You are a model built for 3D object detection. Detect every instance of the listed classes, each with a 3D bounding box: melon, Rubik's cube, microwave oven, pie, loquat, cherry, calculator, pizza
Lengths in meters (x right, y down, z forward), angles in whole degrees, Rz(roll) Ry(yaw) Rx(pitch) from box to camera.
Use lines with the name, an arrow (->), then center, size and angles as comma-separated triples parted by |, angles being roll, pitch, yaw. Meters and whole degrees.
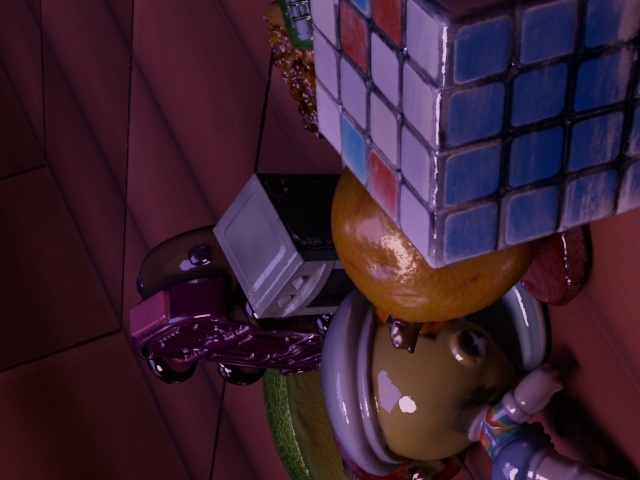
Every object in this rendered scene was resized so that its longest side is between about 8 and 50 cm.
melon -> -0.018, 0.249, 2.462 | 0.196, 0.124, 0.323 | 98, 169, -68
Rubik's cube -> 0.152, -0.169, 1.492 | 0.253, 0.256, 0.259 | -129, 28, -47
microwave oven -> 0.000, 0.000, 2.118 | 0.122, 0.208, 0.162 | -51, 55, 37
pie -> 0.230, -0.004, 1.768 | 0.154, 0.036, 0.154 | 164, 90, -71
loquat -> 0.109, -0.006, 1.707 | 0.213, 0.213, 0.246 | 38, 116, 59
cherry -> 0.097, 0.208, 2.154 | 0.192, 0.175, 0.249 | 52, -169, -38
calculator -> 0.176, 0.013, 1.927 | 0.295, 0.042, 0.184 | 68, 161, 7
pizza -> -0.013, -0.217, 2.222 | 0.127, 0.058, 0.246 | 121, 131, -67

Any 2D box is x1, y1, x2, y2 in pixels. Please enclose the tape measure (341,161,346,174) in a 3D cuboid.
tape measure -> 0.051, -0.093, 2.053 | 0.164, 0.084, 0.330 | 74, 177, -50

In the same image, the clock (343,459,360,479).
clock -> 0.097, 0.387, 2.486 | 0.244, 0.056, 0.244 | 165, 90, -69

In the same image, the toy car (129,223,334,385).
toy car -> -0.090, 0.049, 2.273 | 0.271, 0.341, 0.240 | -28, 61, 46

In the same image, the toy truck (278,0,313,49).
toy truck -> -0.005, -0.346, 1.977 | 0.101, 0.125, 0.242 | -164, 59, -69

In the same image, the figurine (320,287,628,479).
figurine -> 0.153, 0.191, 1.850 | 0.382, 0.205, 0.224 | 27, 151, 38
